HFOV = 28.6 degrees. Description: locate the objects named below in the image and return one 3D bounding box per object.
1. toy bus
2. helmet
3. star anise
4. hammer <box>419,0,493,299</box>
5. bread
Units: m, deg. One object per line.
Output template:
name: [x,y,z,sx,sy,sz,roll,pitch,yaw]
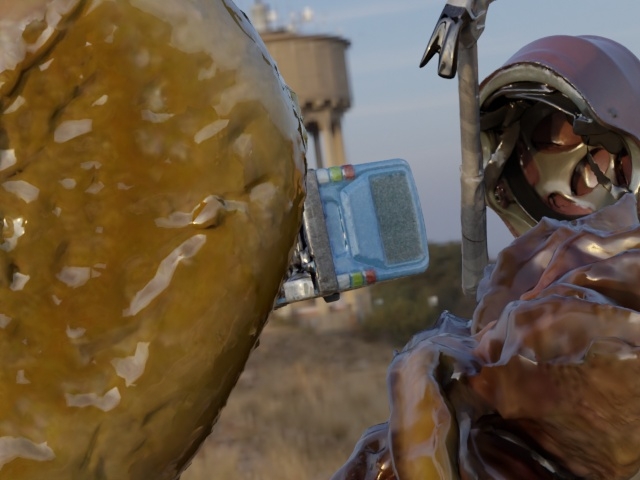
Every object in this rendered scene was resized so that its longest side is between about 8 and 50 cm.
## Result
toy bus: [0.000,0.000,1.162,0.133,0.116,0.234,-11,-3,-20]
helmet: [0.352,-0.132,1.696,0.271,0.338,0.197,4,41,44]
star anise: [0.081,0.078,0.586,0.349,0.109,0.292,-53,-4,-46]
hammer: [0.172,-0.098,1.388,0.044,0.427,0.152,16,50,26]
bread: [-0.119,0.015,0.486,0.176,0.246,0.195,35,-11,-30]
